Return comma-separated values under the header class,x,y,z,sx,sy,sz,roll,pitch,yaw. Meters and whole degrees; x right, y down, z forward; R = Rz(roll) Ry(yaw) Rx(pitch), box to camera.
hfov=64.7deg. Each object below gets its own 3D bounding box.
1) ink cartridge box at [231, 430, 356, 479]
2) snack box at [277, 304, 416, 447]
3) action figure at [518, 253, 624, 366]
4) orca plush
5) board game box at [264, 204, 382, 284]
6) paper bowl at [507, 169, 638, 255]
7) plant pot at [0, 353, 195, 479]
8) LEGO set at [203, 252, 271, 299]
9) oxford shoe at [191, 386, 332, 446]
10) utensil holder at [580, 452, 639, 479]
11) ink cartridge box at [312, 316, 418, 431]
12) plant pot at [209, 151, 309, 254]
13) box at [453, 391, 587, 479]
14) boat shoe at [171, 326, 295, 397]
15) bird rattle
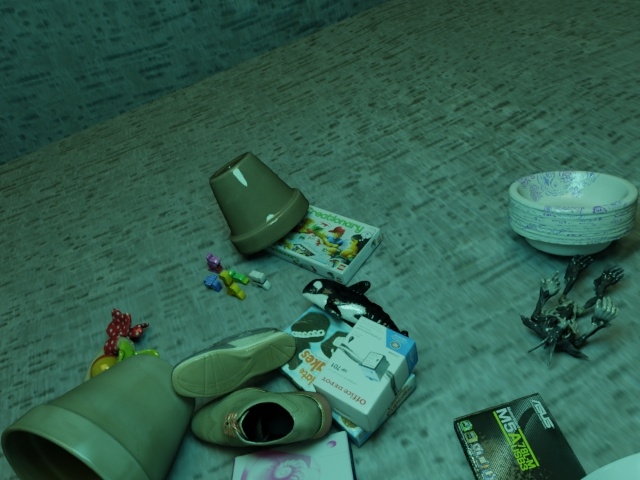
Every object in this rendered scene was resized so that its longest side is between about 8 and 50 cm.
class,x,y,z,sx,sy,sz,roll,pitch,yaw
ink cartridge box,-0.089,0.502,0.891,0.329,0.072,0.324,-14,19,1
snack box,0.036,0.292,1.159,0.187,0.060,0.321,-39,48,-22
action figure,0.547,0.139,1.103,0.164,0.141,0.275,31,58,25
orca plush,0.094,0.147,1.209,0.287,0.151,0.102,27,96,37
board game box,0.000,0.000,1.476,0.305,0.053,0.193,20,54,33
paper bowl,0.613,-0.063,1.248,0.283,0.148,0.284,-6,23,3
plant pot,-0.416,0.394,1.041,0.322,0.324,0.280,6,33,23
LEGO set,-0.262,0.099,1.426,0.227,0.093,0.087,14,51,29
oxford shoe,-0.154,0.362,1.039,0.348,0.130,0.123,-18,70,28
utensil holder,0.518,0.498,0.613,0.327,0.328,0.386,-11,40,7
ink cartridge box,0.096,0.274,1.056,0.139,0.082,0.191,21,53,32
plant pot,-0.198,-0.127,1.478,0.262,0.229,0.263,-30,20,12
box,0.372,0.403,0.953,0.184,0.045,0.191,-18,43,2
boat shoe,-0.195,0.262,1.123,0.285,0.103,0.092,-16,19,-29
bird rattle,-0.528,0.299,1.287,0.207,0.143,0.253,-47,46,-7
